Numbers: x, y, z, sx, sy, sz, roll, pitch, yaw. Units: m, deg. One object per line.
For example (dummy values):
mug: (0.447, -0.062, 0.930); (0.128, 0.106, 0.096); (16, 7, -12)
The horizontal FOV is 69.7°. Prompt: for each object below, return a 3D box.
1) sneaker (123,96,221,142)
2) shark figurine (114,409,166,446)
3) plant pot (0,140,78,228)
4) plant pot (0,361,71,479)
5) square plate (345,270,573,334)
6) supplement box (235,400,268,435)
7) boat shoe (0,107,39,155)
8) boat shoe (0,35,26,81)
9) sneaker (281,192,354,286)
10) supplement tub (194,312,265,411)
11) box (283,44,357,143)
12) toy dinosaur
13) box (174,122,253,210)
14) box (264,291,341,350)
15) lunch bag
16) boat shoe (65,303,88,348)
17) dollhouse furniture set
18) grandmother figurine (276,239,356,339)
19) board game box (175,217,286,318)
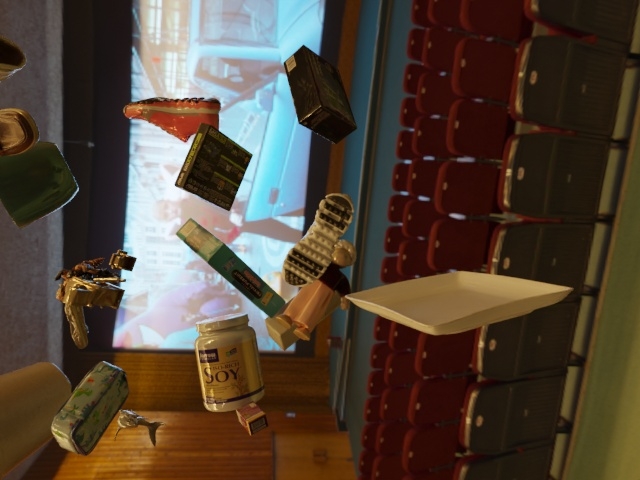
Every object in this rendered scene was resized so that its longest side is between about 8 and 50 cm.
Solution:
sneaker: (-0.462, -0.371, 1.428); (0.116, 0.313, 0.136); (-72, -17, -66)
shark figurine: (-0.698, 0.685, 1.682); (0.278, 0.166, 0.116); (82, -151, -61)
plant pot: (-1.025, -0.224, 1.645); (0.293, 0.235, 0.293); (44, 151, 33)
plant pot: (-0.923, 0.523, 1.357); (0.305, 0.333, 0.334); (-27, -51, -56)
square plate: (0.278, 0.129, 0.990); (0.344, 0.347, 0.049); (-173, 75, -68)
supplement box: (-0.185, 0.477, 1.236); (0.083, 0.054, 0.043); (14, 119, 58)
boat shoe: (-0.924, -0.273, 1.248); (0.123, 0.341, 0.123); (-61, -36, -57)
boat shoe: (-0.667, -0.365, 0.787); (0.367, 0.156, 0.136); (7, -110, -78)
sneaker: (0.000, 0.000, 1.213); (0.292, 0.110, 0.118); (-55, 1, 20)
supplement tub: (-0.356, 0.465, 1.788); (0.241, 0.240, 0.332); (156, 103, -80)
box: (-0.001, -0.466, 1.475); (0.103, 0.184, 0.261); (-30, 61, 30)
toy dinosaur: (-0.969, 0.157, 1.923); (0.164, 0.218, 0.322); (-48, 22, 42)
box: (-0.287, -0.196, 1.259); (0.190, 0.045, 0.184); (28, -100, -57)
box: (-0.057, 0.250, 1.608); (0.094, 0.275, 0.113); (38, 150, 33)
lunch bag: (-0.620, 0.460, 1.260); (0.219, 0.090, 0.176); (-65, -9, -47)
boat shoe: (-0.727, 0.252, 1.391); (0.056, 0.048, 0.153); (-45, 66, 32)
dollhouse furniture set: (-0.609, 0.087, 1.229); (0.182, 0.101, 0.161); (43, -116, -73)
grandmother figurine: (0.012, 0.143, 1.446); (0.342, 0.207, 0.104); (-57, 13, -23)
board game box: (-0.291, 0.092, 1.497); (0.253, 0.079, 0.336); (30, 164, 48)
